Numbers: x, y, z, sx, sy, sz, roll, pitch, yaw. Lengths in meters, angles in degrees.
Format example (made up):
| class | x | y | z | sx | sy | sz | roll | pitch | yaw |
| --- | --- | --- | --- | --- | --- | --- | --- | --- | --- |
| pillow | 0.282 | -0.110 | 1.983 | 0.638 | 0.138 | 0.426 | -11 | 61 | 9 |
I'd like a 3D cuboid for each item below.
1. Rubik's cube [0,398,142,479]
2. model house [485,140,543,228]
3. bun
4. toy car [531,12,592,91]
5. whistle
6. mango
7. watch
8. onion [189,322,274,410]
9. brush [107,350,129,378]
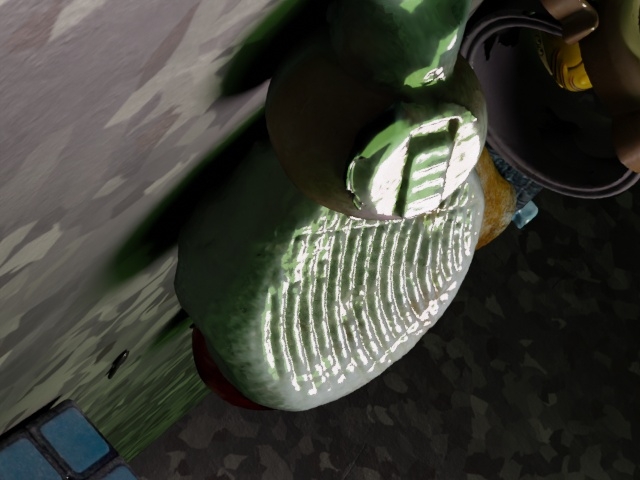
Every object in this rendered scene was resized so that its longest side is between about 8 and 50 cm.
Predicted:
| class | x | y | z | sx | sy | sz | roll | pitch | yaw |
| --- | --- | --- | --- | --- | --- | --- | --- | --- | --- |
| Rubik's cube | -0.367 | 0.432 | 1.737 | 0.304 | 0.305 | 0.301 | -47 | 174 | 31 |
| model house | 0.264 | -0.154 | 2.087 | 0.226 | 0.241 | 0.261 | -38 | 173 | -19 |
| bun | 0.005 | -0.002 | 1.458 | 0.354 | 0.194 | 0.354 | -27 | 138 | -28 |
| toy car | 0.376 | -0.305 | 2.100 | 0.142 | 0.200 | 0.248 | -14 | -170 | 12 |
| whistle | 0.051 | -0.154 | 1.131 | 0.189 | 0.189 | 0.348 | -38 | 151 | -40 |
| mango | 0.152 | -0.070 | 1.917 | 0.316 | 0.146 | 0.193 | 20 | 99 | -47 |
| watch | 0.331 | -0.237 | 1.813 | 0.314 | 0.335 | 0.327 | -46 | -163 | -32 |
| onion | -0.037 | 0.138 | 2.043 | 0.273 | 0.285 | 0.273 | -25 | 132 | -31 |
| brush | -0.273 | 0.168 | 1.928 | 0.024 | 0.008 | 0.083 | -43 | 176 | -38 |
